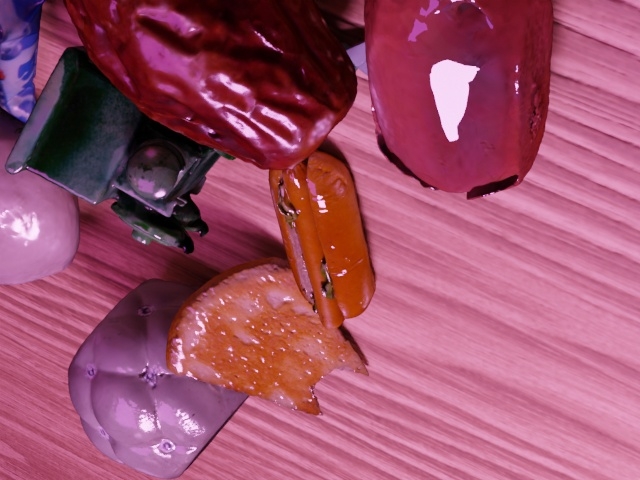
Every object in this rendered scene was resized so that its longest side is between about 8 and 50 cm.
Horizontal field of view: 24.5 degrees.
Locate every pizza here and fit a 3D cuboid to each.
[{"bbox_3d":[-0.049,0.114,1.717,0.262,0.181,0.034,29,-170,-31],"label":"pizza"}]

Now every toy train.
[{"bbox_3d":[-0.179,-0.093,1.468,0.202,0.145,0.266,30,-171,-2],"label":"toy train"}]

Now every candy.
[{"bbox_3d":[-0.427,-0.047,1.799,0.295,0.185,0.295,28,151,17],"label":"candy"},{"bbox_3d":[-0.364,-0.241,1.595,0.187,0.077,0.331,36,151,4],"label":"candy"}]

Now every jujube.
[{"bbox_3d":[-0.099,-0.192,1.302,0.290,0.197,0.197,42,148,-7],"label":"jujube"}]

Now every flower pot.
[{"bbox_3d":[-0.192,0.166,1.819,0.195,0.246,0.246,41,149,4],"label":"flower pot"}]

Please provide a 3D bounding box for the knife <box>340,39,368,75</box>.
[{"bbox_3d":[0.045,-0.165,1.351,0.260,0.035,0.063,-9,126,45],"label":"knife"}]

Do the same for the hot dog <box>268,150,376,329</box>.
[{"bbox_3d":[0.000,0.000,1.572,0.100,0.068,0.250,17,144,29],"label":"hot dog"}]

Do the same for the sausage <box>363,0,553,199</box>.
[{"bbox_3d":[0.110,-0.149,1.193,0.152,0.152,0.280,20,144,24],"label":"sausage"}]
